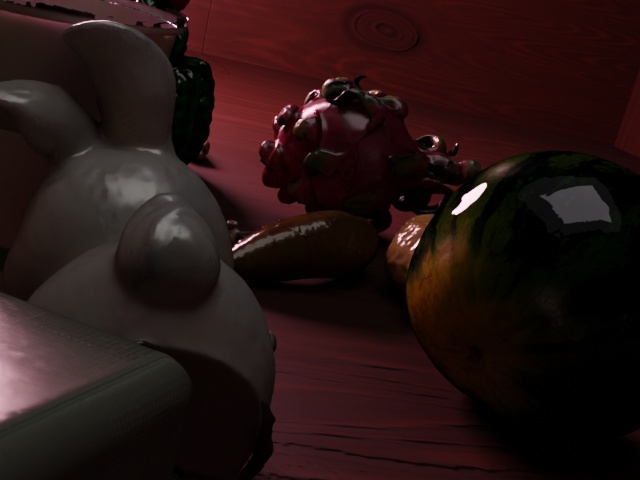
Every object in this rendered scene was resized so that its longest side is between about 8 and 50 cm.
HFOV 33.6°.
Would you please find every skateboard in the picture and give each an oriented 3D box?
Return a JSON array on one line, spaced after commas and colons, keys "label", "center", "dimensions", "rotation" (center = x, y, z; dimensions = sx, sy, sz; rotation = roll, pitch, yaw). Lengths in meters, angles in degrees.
[{"label": "skateboard", "center": [-0.070, -0.001, 1.269], "dimensions": [0.064, 0.032, 0.083], "rotation": [36, 25, 29]}]

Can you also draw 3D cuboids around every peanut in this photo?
[{"label": "peanut", "center": [0.129, 0.035, 1.206], "dimensions": [0.108, 0.095, 0.226], "rotation": [-2, 20, -4]}]

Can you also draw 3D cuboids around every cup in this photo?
[{"label": "cup", "center": [-0.258, -0.088, 0.907], "dimensions": [0.253, 0.274, 0.253], "rotation": [12, 15, -3]}]

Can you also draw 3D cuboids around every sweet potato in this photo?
[{"label": "sweet potato", "center": [0.008, 0.001, 1.239], "dimensions": [0.108, 0.079, 0.346], "rotation": [8, 7, 23]}]

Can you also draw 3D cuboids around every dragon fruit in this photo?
[{"label": "dragon fruit", "center": [0.058, -0.105, 1.467], "dimensions": [0.272, 0.198, 0.218], "rotation": [32, 55, -17]}]

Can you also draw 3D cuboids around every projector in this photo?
[{"label": "projector", "center": [-0.190, 0.112, 0.457], "dimensions": [0.177, 0.163, 0.242], "rotation": [17, 12, 14]}]

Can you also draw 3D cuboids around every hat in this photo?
[{"label": "hat", "center": [-0.265, -0.280, 1.504], "dimensions": [0.274, 0.332, 0.242], "rotation": [21, 13, 33]}]

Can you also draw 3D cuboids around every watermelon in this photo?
[{"label": "watermelon", "center": [0.207, 0.046, 0.941], "dimensions": [0.269, 0.269, 0.269], "rotation": [14, 15, -4]}]

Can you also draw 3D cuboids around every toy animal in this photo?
[{"label": "toy animal", "center": [-0.137, 0.020, 0.726], "dimensions": [0.182, 0.247, 0.310], "rotation": [-14, 41, -3]}]

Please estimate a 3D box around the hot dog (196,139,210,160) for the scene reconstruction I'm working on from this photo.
[{"label": "hot dog", "center": [-0.215, -0.161, 1.695], "dimensions": [0.062, 0.038, 0.144], "rotation": [10, 17, -29]}]
